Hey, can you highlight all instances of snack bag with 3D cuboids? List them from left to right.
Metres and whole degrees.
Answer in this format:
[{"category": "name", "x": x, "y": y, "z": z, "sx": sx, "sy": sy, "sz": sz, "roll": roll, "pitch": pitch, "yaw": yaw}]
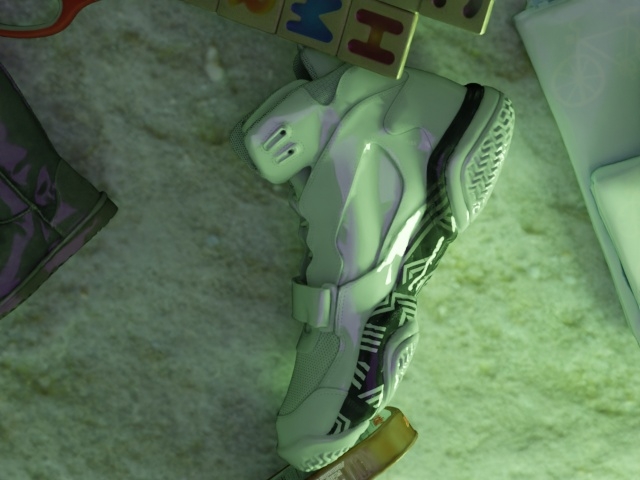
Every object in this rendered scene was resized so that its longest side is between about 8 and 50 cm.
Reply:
[{"category": "snack bag", "x": 0.375, "y": -0.112, "z": 1.753, "sx": 0.323, "sy": 0.037, "sz": 0.342, "roll": -23, "pitch": 100, "yaw": -3}]

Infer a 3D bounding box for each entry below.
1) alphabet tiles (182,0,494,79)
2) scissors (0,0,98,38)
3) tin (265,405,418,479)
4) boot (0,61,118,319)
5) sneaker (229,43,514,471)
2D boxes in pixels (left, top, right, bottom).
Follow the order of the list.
[{"category": "alphabet tiles", "x": 0.000, "y": -0.301, "z": 1.602, "sx": 0.342, "sy": 0.011, "sz": 0.285, "roll": 22, "pitch": 107, "yaw": 18}, {"category": "scissors", "x": -0.158, "y": -0.213, "z": 1.643, "sx": 0.297, "sy": 0.021, "sz": 0.109, "roll": 7, "pitch": 95, "yaw": 9}, {"category": "tin", "x": -0.002, "y": 0.208, "z": 1.718, "sx": 0.189, "sy": 0.106, "sz": 0.040, "roll": -34, "pitch": 100, "yaw": -2}, {"category": "boot", "x": -0.298, "y": -0.049, "z": 1.663, "sx": 0.189, "sy": 0.076, "sz": 0.208, "roll": -45, "pitch": 106, "yaw": -9}, {"category": "sneaker", "x": 0.000, "y": 0.000, "z": 1.678, "sx": 0.210, "sy": 0.137, "sz": 0.366, "roll": 27, "pitch": 89, "yaw": -9}]
